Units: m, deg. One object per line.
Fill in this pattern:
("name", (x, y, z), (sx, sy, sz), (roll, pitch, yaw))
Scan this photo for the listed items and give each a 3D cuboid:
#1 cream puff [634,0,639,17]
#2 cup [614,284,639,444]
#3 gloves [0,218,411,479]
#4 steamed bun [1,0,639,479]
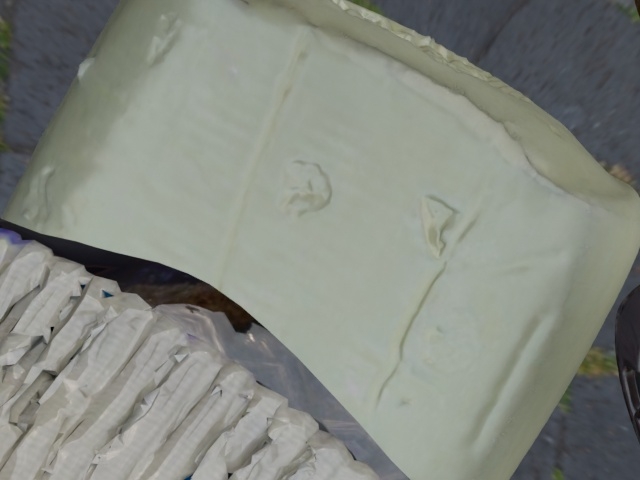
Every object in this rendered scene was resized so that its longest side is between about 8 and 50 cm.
("cream puff", (0.217, -0.105, 0.741), (0.150, 0.165, 0.115), (-35, 125, 30))
("cup", (0.277, 0.038, 0.689), (0.279, 0.196, 0.196), (-23, 88, -14))
("gloves", (-0.115, 0.121, 0.319), (0.210, 0.135, 0.312), (50, 61, -14))
("steamed bun", (0.000, 0.000, 1.332), (0.456, 0.290, 0.371), (32, 104, 12))
